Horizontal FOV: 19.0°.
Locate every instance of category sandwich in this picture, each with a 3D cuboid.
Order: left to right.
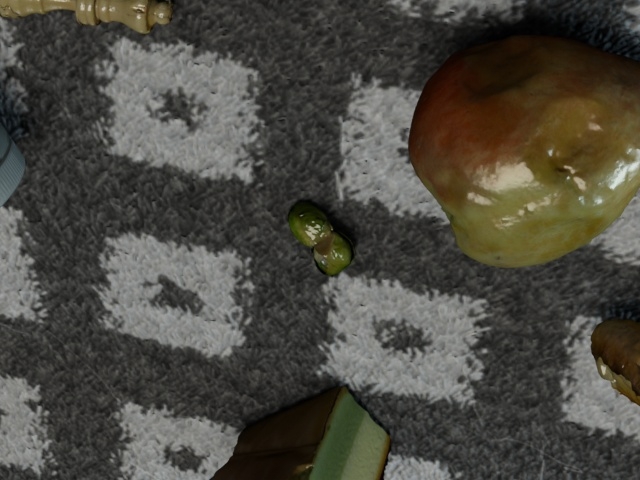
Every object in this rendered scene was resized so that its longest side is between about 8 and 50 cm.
[{"bbox_3d":[-0.038,0.286,2.082,0.186,0.220,0.108,-28,116,33],"label":"sandwich"}]

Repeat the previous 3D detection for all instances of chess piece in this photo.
[{"bbox_3d":[-0.225,-0.233,1.848,0.172,0.060,0.060,9,129,9],"label":"chess piece"}]

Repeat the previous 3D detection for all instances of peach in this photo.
[{"bbox_3d":[0.205,-0.085,1.738,0.235,0.214,0.214,-20,120,10],"label":"peach"}]

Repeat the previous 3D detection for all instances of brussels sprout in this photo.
[{"bbox_3d":[0.000,-0.001,1.956,0.083,0.046,0.051,44,168,-17],"label":"brussels sprout"}]

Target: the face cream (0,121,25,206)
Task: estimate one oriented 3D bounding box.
[{"bbox_3d":[-0.429,-0.098,1.924,0.201,0.201,0.187,-17,120,29],"label":"face cream"}]

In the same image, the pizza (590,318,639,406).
[{"bbox_3d":[0.482,0.238,1.813,0.435,0.392,0.080,34,91,-16],"label":"pizza"}]
